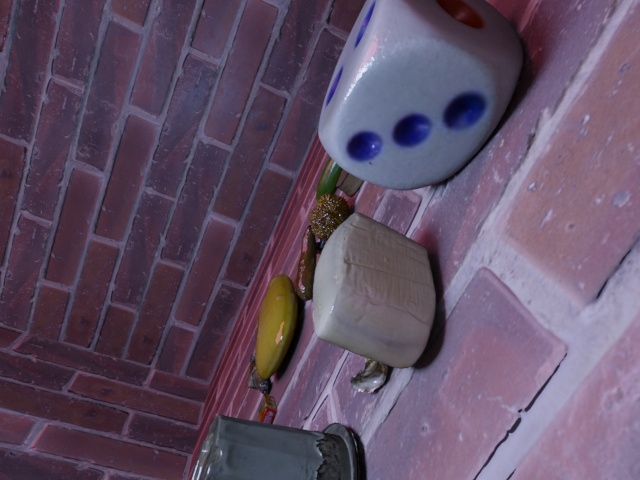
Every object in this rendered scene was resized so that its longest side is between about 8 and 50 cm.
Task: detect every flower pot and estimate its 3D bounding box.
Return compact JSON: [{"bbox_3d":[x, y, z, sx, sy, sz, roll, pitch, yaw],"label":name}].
[{"bbox_3d":[-0.095,0.445,0.749,0.290,0.259,0.290,-158,90,-76],"label":"flower pot"}]

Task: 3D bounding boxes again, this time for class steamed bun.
[{"bbox_3d":[0.081,0.087,0.725,0.250,0.200,0.154,-78,14,-46],"label":"steamed bun"}]

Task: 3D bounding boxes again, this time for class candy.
[{"bbox_3d":[-0.178,0.566,1.403,0.122,0.038,0.062,-171,102,-77],"label":"candy"}]

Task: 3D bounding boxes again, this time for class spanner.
[{"bbox_3d":[0.000,0.000,1.569,0.325,0.040,0.095,-152,83,-79],"label":"spanner"}]

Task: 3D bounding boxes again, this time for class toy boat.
[{"bbox_3d":[0.110,-0.226,1.422,0.116,0.061,0.188,-82,18,-44],"label":"toy boat"}]

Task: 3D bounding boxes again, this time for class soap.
[{"bbox_3d":[-0.164,0.318,1.573,0.305,0.115,0.427,-61,15,16],"label":"soap"}]

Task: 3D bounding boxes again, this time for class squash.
[{"bbox_3d":[0.049,-0.270,1.702,0.082,0.082,0.292,-96,29,-64],"label":"squash"}]

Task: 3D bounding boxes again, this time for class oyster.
[{"bbox_3d":[0.087,0.235,0.773,0.083,0.080,0.038,-21,13,29],"label":"oyster"}]

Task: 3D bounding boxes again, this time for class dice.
[{"bbox_3d":[0.174,-0.298,0.805,0.304,0.277,0.303,123,160,-47],"label":"dice"}]

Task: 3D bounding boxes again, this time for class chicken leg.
[{"bbox_3d":[-0.235,0.523,1.612,0.196,0.081,0.125,-112,30,-58],"label":"chicken leg"}]

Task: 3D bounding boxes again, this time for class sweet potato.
[{"bbox_3d":[-0.043,0.079,1.466,0.075,0.076,0.273,136,141,-62],"label":"sweet potato"}]

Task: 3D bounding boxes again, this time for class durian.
[{"bbox_3d":[0.030,-0.076,1.369,0.168,0.137,0.157,-139,50,-86],"label":"durian"}]
